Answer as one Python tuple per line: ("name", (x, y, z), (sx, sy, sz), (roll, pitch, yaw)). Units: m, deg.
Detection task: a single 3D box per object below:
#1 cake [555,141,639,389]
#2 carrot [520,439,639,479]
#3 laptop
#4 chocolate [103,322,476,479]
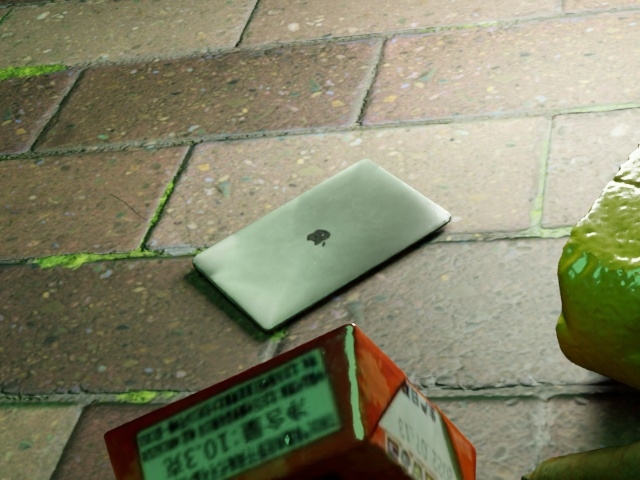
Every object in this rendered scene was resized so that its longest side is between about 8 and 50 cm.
("cake", (0.329, 0.031, 1.189), (0.156, 0.179, 0.260), (17, 51, 38))
("carrot", (0.280, 0.182, 1.001), (0.070, 0.070, 0.342), (-44, 11, -32))
("laptop", (0.000, 0.000, 1.493), (0.269, 0.015, 0.188), (-31, 39, -19))
("chocolate", (-0.015, 0.200, 1.021), (0.237, 0.235, 0.108), (-24, 46, 17))
